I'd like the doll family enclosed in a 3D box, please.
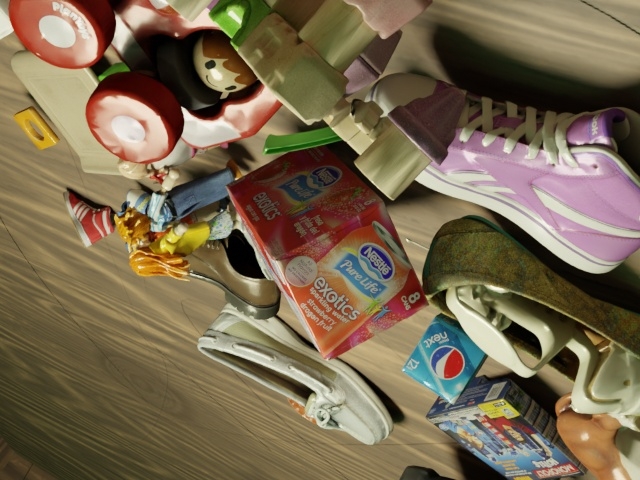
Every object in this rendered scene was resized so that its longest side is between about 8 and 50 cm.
[{"bbox_3d":[-0.176,-0.033,1.398,0.118,0.163,0.263,55,160,24],"label":"doll family"}]

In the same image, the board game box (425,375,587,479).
[{"bbox_3d":[0.264,0.259,1.460,0.194,0.060,0.194,42,153,-9],"label":"board game box"}]

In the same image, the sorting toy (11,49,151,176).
[{"bbox_3d":[-0.310,-0.178,1.510,0.348,0.047,0.196,7,135,46],"label":"sorting toy"}]

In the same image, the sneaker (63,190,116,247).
[{"bbox_3d":[-0.366,-0.044,1.800,0.118,0.067,0.042,58,169,35],"label":"sneaker"}]

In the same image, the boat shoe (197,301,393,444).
[{"bbox_3d":[-0.035,0.215,1.713,0.320,0.103,0.118,37,153,3],"label":"boat shoe"}]

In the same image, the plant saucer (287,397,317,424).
[{"bbox_3d":[-0.018,0.281,1.894,0.083,0.013,0.083,30,153,17],"label":"plant saucer"}]

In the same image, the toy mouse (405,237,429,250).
[{"bbox_3d":[0.192,0.041,1.237,0.143,0.031,0.161,0,138,42],"label":"toy mouse"}]

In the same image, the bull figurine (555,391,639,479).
[{"bbox_3d":[0.403,0.277,1.271,0.310,0.101,0.188,39,152,-3],"label":"bull figurine"}]

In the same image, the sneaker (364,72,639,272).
[{"bbox_3d":[0.183,-0.094,0.982,0.282,0.102,0.161,27,150,-2],"label":"sneaker"}]

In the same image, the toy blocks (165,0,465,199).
[{"bbox_3d":[0.034,-0.231,0.841,0.309,0.260,0.288,39,-171,-35],"label":"toy blocks"}]

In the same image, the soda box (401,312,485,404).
[{"bbox_3d":[0.151,0.122,1.257,0.067,0.071,0.210,32,-172,10],"label":"soda box"}]

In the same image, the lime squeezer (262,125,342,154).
[{"bbox_3d":[0.105,-0.084,1.081,0.310,0.110,0.059,19,136,-11],"label":"lime squeezer"}]

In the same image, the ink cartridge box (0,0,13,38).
[{"bbox_3d":[-0.456,-0.372,1.289,0.306,0.131,0.226,49,151,-23],"label":"ink cartridge box"}]

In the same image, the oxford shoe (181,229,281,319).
[{"bbox_3d":[-0.144,0.013,1.582,0.227,0.083,0.096,28,133,18],"label":"oxford shoe"}]

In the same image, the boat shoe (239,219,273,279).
[{"bbox_3d":[-0.063,-0.008,1.427,0.081,0.079,0.227,19,151,26],"label":"boat shoe"}]

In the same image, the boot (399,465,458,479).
[{"bbox_3d":[0.360,0.473,1.613,0.445,0.146,0.367,6,155,30],"label":"boot"}]

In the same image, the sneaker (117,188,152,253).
[{"bbox_3d":[-0.272,-0.031,1.684,0.059,0.053,0.144,37,145,2],"label":"sneaker"}]

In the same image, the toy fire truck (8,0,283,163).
[{"bbox_3d":[-0.134,-0.223,1.115,0.254,0.169,0.302,-11,129,33],"label":"toy fire truck"}]

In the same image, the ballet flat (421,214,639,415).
[{"bbox_3d":[0.252,0.106,1.137,0.348,0.123,0.123,32,153,-1],"label":"ballet flat"}]

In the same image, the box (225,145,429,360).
[{"bbox_3d":[0.000,0.000,1.181,0.128,0.123,0.257,64,175,-24],"label":"box"}]
